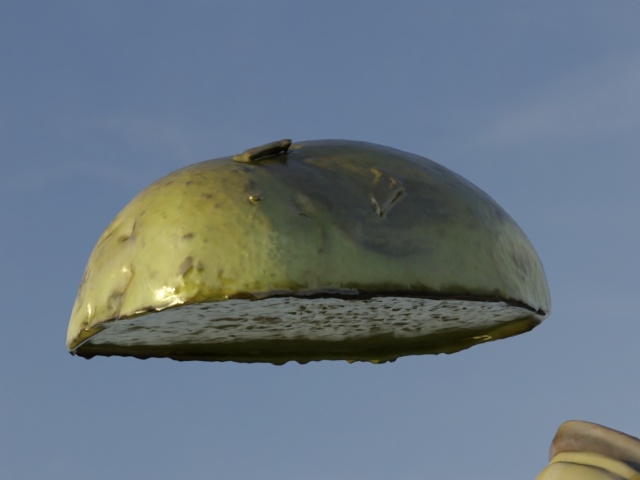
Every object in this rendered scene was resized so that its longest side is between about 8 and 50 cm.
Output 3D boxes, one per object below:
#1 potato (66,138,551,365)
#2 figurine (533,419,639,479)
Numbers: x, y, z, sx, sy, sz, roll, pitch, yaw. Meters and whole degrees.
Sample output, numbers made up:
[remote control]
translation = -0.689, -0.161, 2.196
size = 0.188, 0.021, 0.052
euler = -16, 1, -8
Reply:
[potato]
translation = 0.000, 0.000, 1.029
size = 0.271, 0.111, 0.160
euler = 3, -18, -31
[figurine]
translation = 0.058, 0.254, 0.735
size = 0.203, 0.381, 0.248
euler = 9, -37, 37
